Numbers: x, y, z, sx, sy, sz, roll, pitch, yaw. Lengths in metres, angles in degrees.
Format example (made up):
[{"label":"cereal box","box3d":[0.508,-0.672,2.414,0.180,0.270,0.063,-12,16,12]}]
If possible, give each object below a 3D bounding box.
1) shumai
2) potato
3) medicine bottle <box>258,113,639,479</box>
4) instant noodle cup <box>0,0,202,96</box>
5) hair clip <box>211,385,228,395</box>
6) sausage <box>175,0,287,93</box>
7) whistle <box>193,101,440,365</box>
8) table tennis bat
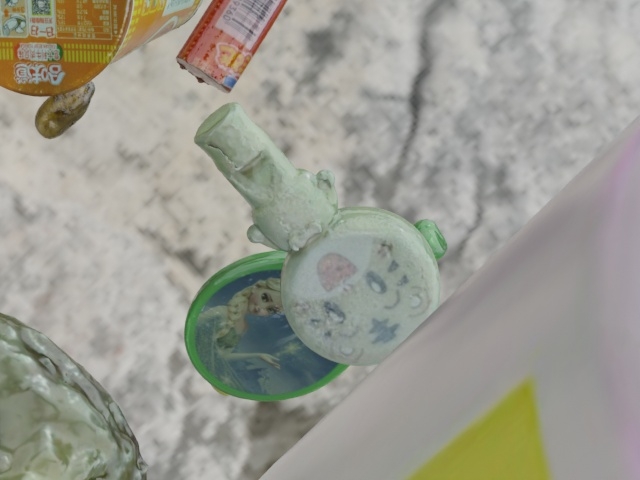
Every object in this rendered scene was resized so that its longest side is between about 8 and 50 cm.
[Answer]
[{"label":"shumai","box3d":[-0.354,0.254,1.519,0.395,0.395,0.348,41,15,-11]},{"label":"potato","box3d":[-0.278,-0.144,1.959,0.040,0.083,0.051,45,11,22]},{"label":"medicine bottle","box3d":[0.123,0.075,0.468,0.213,0.379,0.214,14,55,-21]},{"label":"instant noodle cup","box3d":[-0.173,-0.204,1.367,0.168,0.168,0.185,54,24,2]},{"label":"hair clip","box3d":[-0.051,0.108,1.914,0.072,0.046,0.173,32,56,31]},{"label":"sausage","box3d":[-0.061,-0.291,1.969,0.074,0.074,0.274,33,82,-18]},{"label":"whistle","box3d":[0.000,0.000,1.396,0.258,0.126,0.067,48,15,-15]},{"label":"table tennis bat","box3d":[-0.002,0.057,1.603,0.160,0.257,0.039,52,14,-32]}]
